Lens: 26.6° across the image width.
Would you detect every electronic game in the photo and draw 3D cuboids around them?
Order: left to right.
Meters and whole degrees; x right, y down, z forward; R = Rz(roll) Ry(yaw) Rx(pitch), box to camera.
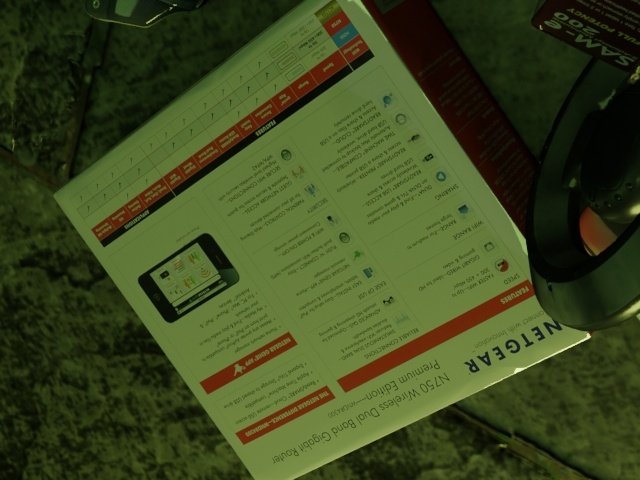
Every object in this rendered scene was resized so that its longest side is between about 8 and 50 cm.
[{"bbox_3d":[0.193,-0.053,0.818,0.048,0.229,0.229,23,126,-15],"label":"electronic game"}]

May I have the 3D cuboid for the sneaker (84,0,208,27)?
[{"bbox_3d":[-0.161,-0.255,0.989,0.226,0.086,0.163,35,122,8],"label":"sneaker"}]

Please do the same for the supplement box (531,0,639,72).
[{"bbox_3d":[0.204,-0.207,0.722,0.073,0.130,0.239,24,154,-5],"label":"supplement box"}]

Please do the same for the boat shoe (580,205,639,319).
[{"bbox_3d":[0.267,0.080,0.918,0.267,0.096,0.088,39,121,-3],"label":"boat shoe"}]

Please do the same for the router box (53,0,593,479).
[{"bbox_3d":[0.000,0.000,1.025,0.335,0.082,0.301,-31,96,35],"label":"router box"}]
